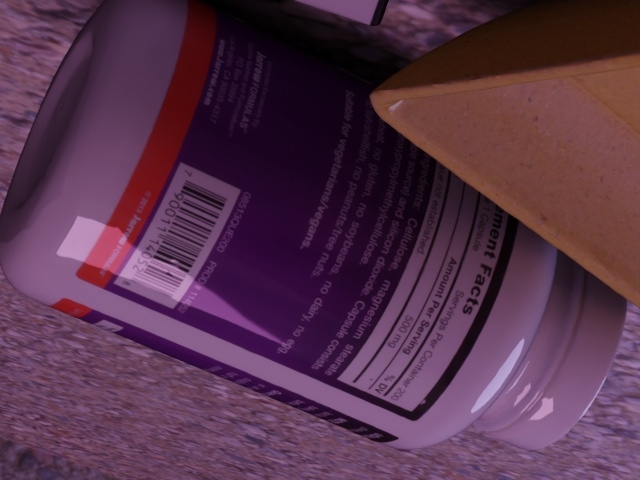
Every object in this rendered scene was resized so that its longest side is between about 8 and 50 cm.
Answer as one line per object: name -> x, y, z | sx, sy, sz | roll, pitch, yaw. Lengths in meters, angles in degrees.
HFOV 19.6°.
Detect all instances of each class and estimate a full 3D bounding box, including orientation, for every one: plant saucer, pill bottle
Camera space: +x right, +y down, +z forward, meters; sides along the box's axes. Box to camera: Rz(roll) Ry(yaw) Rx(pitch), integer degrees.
plant saucer -> 0.248, -0.035, 0.854 | 0.333, 0.081, 0.333 | -5, 151, 46
pill bottle -> 0.000, 0.000, 1.016 | 0.323, 0.181, 0.181 | 24, 160, -18

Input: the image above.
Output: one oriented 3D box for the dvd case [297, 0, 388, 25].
dvd case -> -0.077, -0.179, 0.834 | 0.253, 0.022, 0.180 | 18, 161, -1
